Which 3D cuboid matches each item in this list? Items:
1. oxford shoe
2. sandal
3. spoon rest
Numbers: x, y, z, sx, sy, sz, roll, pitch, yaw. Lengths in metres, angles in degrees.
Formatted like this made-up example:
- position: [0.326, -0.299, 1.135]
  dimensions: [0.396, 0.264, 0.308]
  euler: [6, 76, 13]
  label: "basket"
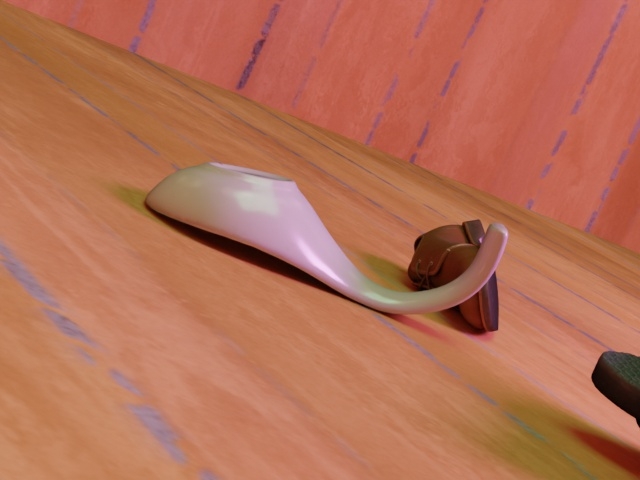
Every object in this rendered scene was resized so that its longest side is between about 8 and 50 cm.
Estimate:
- position: [0.116, 0.035, 1.217]
  dimensions: [0.076, 0.076, 0.212]
  euler: [-6, 12, 0]
  label: "oxford shoe"
- position: [0.287, 0.161, 0.935]
  dimensions: [0.254, 0.054, 0.097]
  euler: [33, 14, -6]
  label: "sandal"
- position: [0.000, 0.000, 1.064]
  dimensions: [0.276, 0.084, 0.137]
  euler: [12, 6, 4]
  label: "spoon rest"
